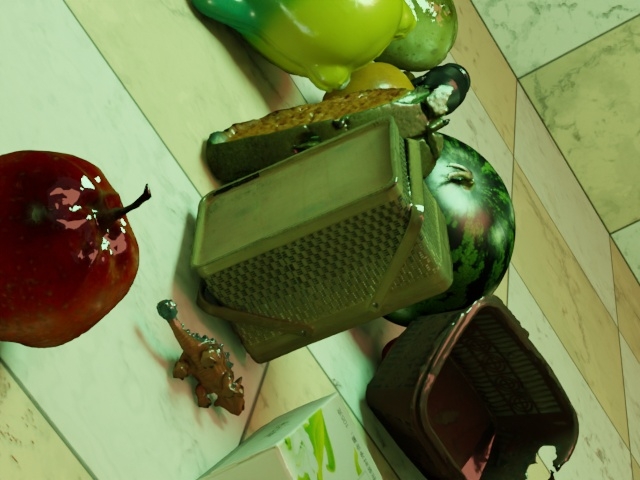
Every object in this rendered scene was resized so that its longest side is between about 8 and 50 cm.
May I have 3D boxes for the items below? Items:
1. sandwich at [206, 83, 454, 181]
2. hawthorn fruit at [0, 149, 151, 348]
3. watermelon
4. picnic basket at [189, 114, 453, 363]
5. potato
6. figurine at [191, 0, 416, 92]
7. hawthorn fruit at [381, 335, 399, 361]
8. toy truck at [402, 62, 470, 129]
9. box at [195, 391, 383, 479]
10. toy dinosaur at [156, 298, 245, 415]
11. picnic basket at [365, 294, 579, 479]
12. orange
[{"bbox_3d":[0.001,-0.110,1.714,0.212,0.292,0.109,15,-59,64],"label":"sandwich"},{"bbox_3d":[-0.208,-0.002,1.095,0.157,0.194,0.157,36,43,-42],"label":"hawthorn fruit"},{"bbox_3d":[0.134,-0.016,1.868,0.269,0.269,0.269,50,24,-32],"label":"watermelon"},{"bbox_3d":[0.000,0.000,1.499,0.139,0.266,0.165,60,16,-29],"label":"picnic basket"},{"bbox_3d":[0.087,-0.385,2.235,0.307,0.173,0.210,39,21,19],"label":"potato"},{"bbox_3d":[-0.030,-0.371,1.905,0.340,0.231,0.323,48,63,-6],"label":"figurine"},{"bbox_3d":[0.119,0.162,1.854,0.093,0.093,0.093,50,24,-32],"label":"hawthorn fruit"},{"bbox_3d":[0.154,-0.215,2.266,0.147,0.165,0.224,60,21,-8],"label":"toy truck"},{"bbox_3d":[0.005,0.300,1.352,0.260,0.111,0.194,64,20,-2],"label":"box"},{"bbox_3d":[-0.114,0.117,1.372,0.154,0.049,0.055,58,23,-27],"label":"toy dinosaur"},{"bbox_3d":[0.184,0.213,1.771,0.222,0.129,0.297,-54,125,-25],"label":"picnic basket"},{"bbox_3d":[0.069,-0.185,2.069,0.136,0.159,0.159,26,-7,40],"label":"orange"}]
